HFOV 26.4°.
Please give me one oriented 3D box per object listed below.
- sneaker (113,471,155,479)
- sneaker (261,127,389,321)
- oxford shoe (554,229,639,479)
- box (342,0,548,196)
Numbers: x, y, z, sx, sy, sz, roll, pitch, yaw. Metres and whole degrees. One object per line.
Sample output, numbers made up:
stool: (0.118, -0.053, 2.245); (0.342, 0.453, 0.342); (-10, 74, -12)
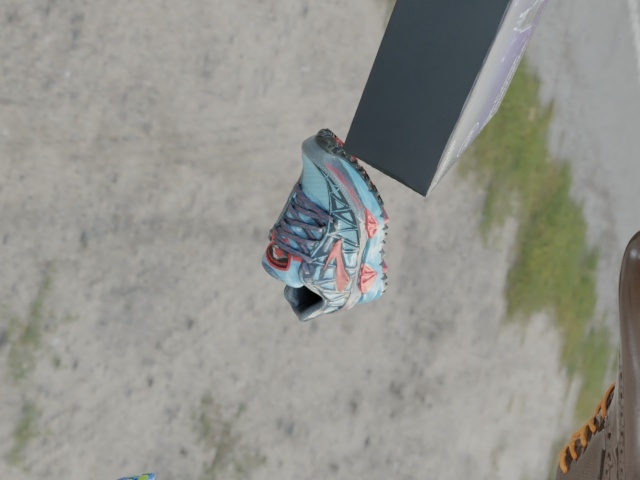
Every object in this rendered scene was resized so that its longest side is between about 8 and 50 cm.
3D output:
sneaker: (-0.243, 0.365, 1.829); (0.188, 0.067, 0.078); (-138, -142, -72)
sneaker: (0.000, 0.000, 1.419); (0.125, 0.104, 0.262); (-27, 141, -14)
oxford shoe: (0.218, 0.148, 0.942); (0.130, 0.132, 0.364); (-32, 123, -44)
box: (0.134, -0.198, 1.260); (0.184, 0.103, 0.261); (-45, 162, -45)
